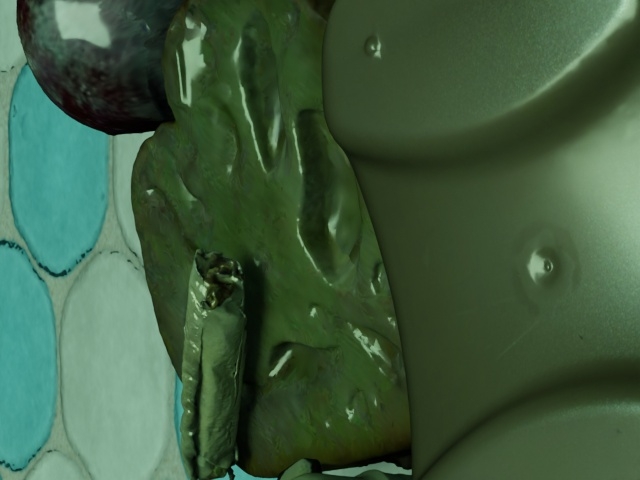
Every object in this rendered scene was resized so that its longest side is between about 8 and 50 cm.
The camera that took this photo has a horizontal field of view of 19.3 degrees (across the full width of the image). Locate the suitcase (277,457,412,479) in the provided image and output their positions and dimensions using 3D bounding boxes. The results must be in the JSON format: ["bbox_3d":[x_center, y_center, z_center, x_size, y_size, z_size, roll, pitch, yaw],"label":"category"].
[{"bbox_3d":[0.008,0.343,1.247,0.351,0.194,0.339,136,137,-54],"label":"suitcase"}]

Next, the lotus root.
[{"bbox_3d":[0.000,0.000,1.306,0.375,0.111,0.390,42,133,39],"label":"lotus root"}]

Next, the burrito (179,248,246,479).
[{"bbox_3d":[-0.077,0.093,1.327,0.041,0.045,0.185,44,137,47],"label":"burrito"}]

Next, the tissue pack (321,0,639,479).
[{"bbox_3d":[0.182,0.013,0.935,0.267,0.277,0.387,-24,73,46],"label":"tissue pack"}]

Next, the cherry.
[{"bbox_3d":[-0.142,-0.176,1.480,0.195,0.195,0.195,4,95,56],"label":"cherry"}]
